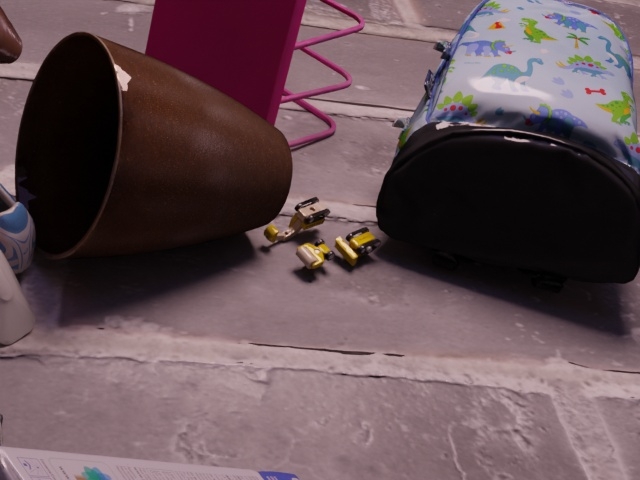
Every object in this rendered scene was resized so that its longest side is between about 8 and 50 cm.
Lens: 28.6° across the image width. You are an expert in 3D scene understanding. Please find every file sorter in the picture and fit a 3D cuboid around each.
[{"bbox_3d":[-0.058,-0.273,1.464,0.202,0.290,0.182,34,35,27],"label":"file sorter"}]

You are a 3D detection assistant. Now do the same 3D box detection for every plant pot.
[{"bbox_3d":[-0.151,-0.077,1.242,0.230,0.215,0.215,7,31,-38],"label":"plant pot"}]

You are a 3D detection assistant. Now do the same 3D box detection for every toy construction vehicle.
[{"bbox_3d":[0.000,0.000,1.317,0.098,0.035,0.086,-25,61,-41],"label":"toy construction vehicle"}]

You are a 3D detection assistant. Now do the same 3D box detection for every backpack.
[{"bbox_3d":[0.236,-0.130,1.432,0.290,0.273,0.355,12,21,9],"label":"backpack"}]

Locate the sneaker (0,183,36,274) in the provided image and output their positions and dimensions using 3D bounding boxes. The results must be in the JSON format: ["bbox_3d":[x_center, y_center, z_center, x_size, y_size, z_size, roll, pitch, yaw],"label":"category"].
[{"bbox_3d":[-0.362,-0.051,1.202,0.237,0.086,0.085,29,38,23],"label":"sneaker"}]

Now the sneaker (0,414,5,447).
[{"bbox_3d":[-0.356,0.144,0.896,0.281,0.105,0.115,-10,40,-33],"label":"sneaker"}]

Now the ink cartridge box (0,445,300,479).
[{"bbox_3d":[-0.072,0.227,0.846,0.186,0.065,0.311,43,16,35],"label":"ink cartridge box"}]

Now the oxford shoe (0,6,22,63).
[{"bbox_3d":[-0.487,-0.289,1.509,0.364,0.130,0.133,36,5,41],"label":"oxford shoe"}]

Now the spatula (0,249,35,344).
[{"bbox_3d":[-0.343,0.003,1.041,0.019,0.242,0.168,-16,16,41],"label":"spatula"}]
